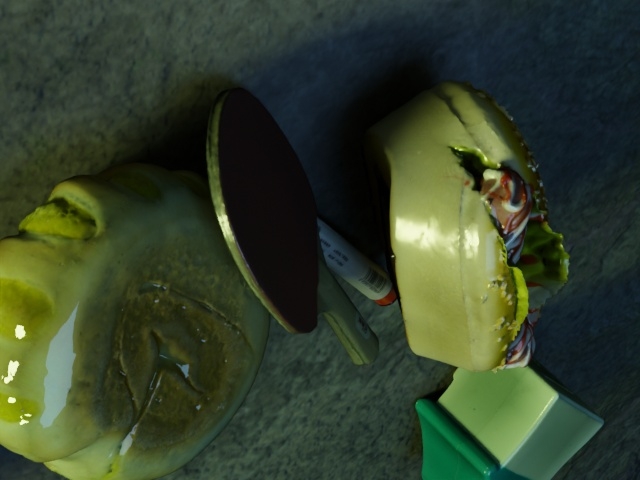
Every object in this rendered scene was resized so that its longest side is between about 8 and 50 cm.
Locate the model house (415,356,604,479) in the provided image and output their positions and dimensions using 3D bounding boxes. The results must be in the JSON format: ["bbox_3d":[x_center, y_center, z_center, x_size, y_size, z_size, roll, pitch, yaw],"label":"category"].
[{"bbox_3d":[0.154,0.172,1.262,0.149,0.100,0.127,-52,144,4],"label":"model house"}]

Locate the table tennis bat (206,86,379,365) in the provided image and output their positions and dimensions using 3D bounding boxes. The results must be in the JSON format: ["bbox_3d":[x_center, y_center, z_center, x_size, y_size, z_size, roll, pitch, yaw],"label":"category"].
[{"bbox_3d":[-0.016,0.007,0.906,0.022,0.138,0.246,-13,139,19],"label":"table tennis bat"}]

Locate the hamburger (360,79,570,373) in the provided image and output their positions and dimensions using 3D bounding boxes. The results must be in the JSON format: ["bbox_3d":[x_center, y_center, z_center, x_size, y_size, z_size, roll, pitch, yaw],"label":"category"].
[{"bbox_3d":[0.098,-0.005,0.978,0.116,0.173,0.210,-14,139,-1],"label":"hamburger"}]

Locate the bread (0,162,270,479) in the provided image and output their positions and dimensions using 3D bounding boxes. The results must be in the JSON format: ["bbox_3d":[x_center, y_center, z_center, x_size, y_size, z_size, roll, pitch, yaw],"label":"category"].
[{"bbox_3d":[-0.120,0.047,0.854,0.213,0.105,0.213,-26,127,-41],"label":"bread"}]

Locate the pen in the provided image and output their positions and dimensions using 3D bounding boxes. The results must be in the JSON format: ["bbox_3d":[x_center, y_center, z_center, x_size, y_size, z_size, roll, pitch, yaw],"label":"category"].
[{"bbox_3d":[0.000,0.000,1.005,0.026,0.026,0.218,-48,144,3],"label":"pen"}]
